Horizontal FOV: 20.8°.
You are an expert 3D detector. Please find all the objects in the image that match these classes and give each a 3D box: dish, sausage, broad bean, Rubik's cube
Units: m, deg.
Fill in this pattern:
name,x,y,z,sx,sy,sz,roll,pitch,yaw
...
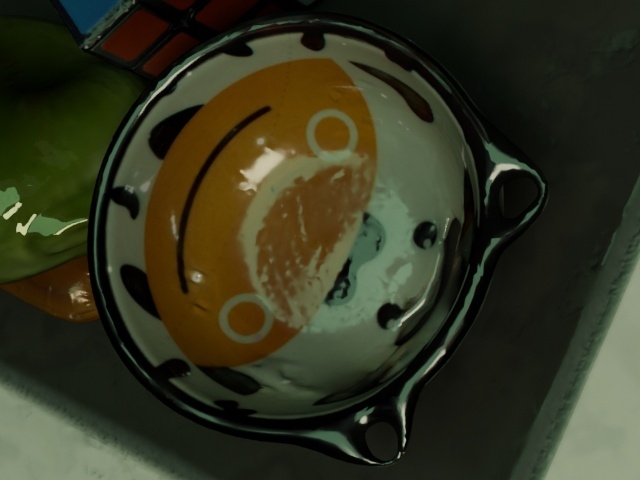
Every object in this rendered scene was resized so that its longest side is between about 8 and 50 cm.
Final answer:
name,x,y,z,sx,sy,sz,roll,pitch,yaw
dish,0.000,0.000,1.126,0.303,0.120,0.303,-4,78,19
sausage,-0.213,0.013,1.283,0.183,0.054,0.062,24,51,29
broad bean,-0.236,-0.066,1.248,0.291,0.119,0.238,0,50,14
Rubik's cube,-0.103,-0.217,1.207,0.160,0.163,0.162,-41,63,15
